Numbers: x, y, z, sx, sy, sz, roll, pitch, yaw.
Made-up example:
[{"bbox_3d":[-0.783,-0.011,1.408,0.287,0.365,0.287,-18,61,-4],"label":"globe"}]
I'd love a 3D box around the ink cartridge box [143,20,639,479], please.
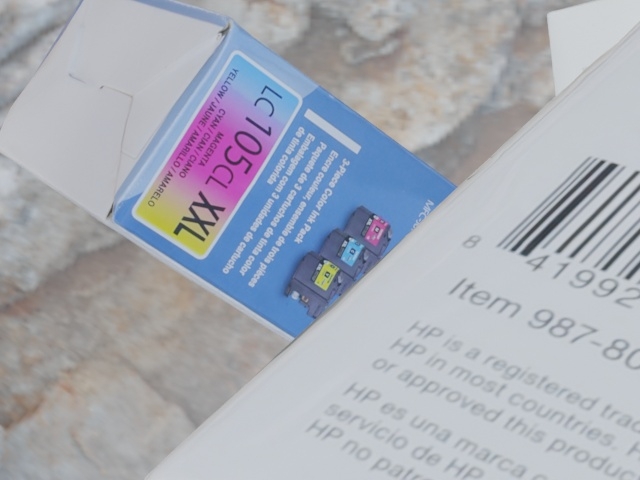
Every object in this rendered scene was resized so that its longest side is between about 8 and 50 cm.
[{"bbox_3d":[0.199,0.048,0.471,0.395,0.285,0.166,-41,140,-33],"label":"ink cartridge box"}]

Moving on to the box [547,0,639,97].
[{"bbox_3d":[0.226,-0.076,1.054,0.170,0.091,0.130,-6,89,-37],"label":"box"}]

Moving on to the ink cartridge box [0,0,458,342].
[{"bbox_3d":[0.000,0.000,1.261,0.395,0.270,0.151,36,86,-28],"label":"ink cartridge box"}]
